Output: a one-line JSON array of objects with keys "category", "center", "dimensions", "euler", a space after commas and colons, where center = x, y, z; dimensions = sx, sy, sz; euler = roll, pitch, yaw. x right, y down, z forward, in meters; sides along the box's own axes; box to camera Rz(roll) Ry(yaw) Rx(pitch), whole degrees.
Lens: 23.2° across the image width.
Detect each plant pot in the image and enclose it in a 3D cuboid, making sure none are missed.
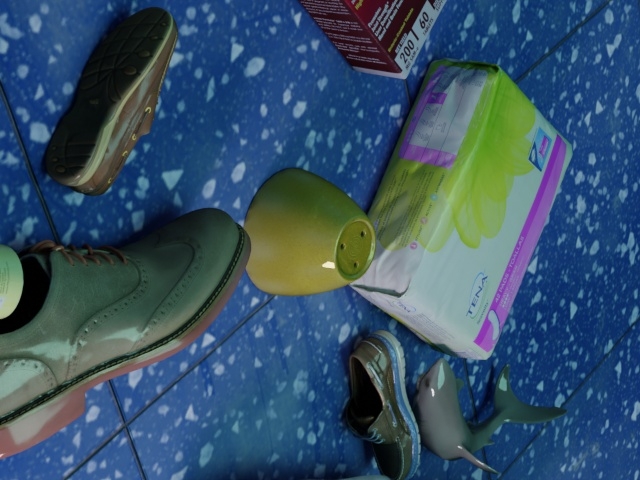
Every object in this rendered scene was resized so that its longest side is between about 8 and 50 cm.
[{"category": "plant pot", "center": [0.000, 0.000, 1.592], "dimensions": [0.134, 0.095, 0.134], "euler": [-20, 117, -47]}]

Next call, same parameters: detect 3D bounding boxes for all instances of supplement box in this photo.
[{"category": "supplement box", "center": [0.035, -0.283, 1.566], "dimensions": [0.239, 0.073, 0.130], "euler": [45, 67, -47]}]

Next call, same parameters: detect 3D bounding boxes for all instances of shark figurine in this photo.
[{"category": "shark figurine", "center": [0.187, 0.238, 1.876], "dimensions": [0.278, 0.116, 0.166], "euler": [17, 103, -57]}]

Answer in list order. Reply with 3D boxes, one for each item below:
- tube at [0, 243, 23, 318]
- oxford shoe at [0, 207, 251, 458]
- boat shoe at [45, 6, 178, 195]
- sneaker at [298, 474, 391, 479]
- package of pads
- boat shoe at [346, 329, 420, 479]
[{"category": "tube", "center": [-0.333, 0.026, 1.159], "dimensions": [0.240, 0.062, 0.070], "euler": [3, 72, -49]}, {"category": "oxford shoe", "center": [-0.193, 0.047, 1.350], "dimensions": [0.348, 0.123, 0.130], "euler": [-40, 124, -39]}, {"category": "boat shoe", "center": [-0.175, -0.120, 1.369], "dimensions": [0.178, 0.064, 0.060], "euler": [-62, 145, -7]}, {"category": "sneaker", "center": [0.002, 0.340, 1.625], "dimensions": [0.366, 0.150, 0.135], "euler": [-4, 140, -50]}, {"category": "package of pads", "center": [0.161, -0.035, 1.777], "dimensions": [0.229, 0.101, 0.296], "euler": [36, 72, -50]}, {"category": "boat shoe", "center": [0.062, 0.195, 1.763], "dimensions": [0.066, 0.066, 0.183], "euler": [-24, 109, -40]}]
